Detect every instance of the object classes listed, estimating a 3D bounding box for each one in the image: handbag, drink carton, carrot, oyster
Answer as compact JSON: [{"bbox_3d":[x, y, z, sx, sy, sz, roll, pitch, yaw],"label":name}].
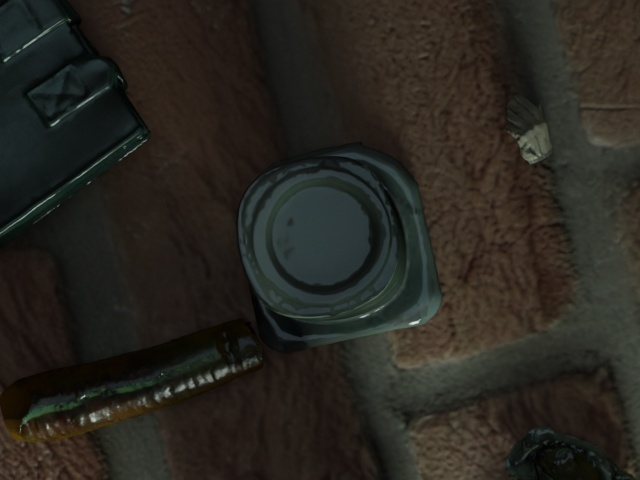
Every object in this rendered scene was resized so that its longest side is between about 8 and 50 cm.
[{"bbox_3d":[-0.341,-0.170,1.618,0.238,0.089,0.326,-35,84,2],"label":"handbag"},{"bbox_3d":[0.000,0.000,1.533,0.185,0.189,0.191,-11,85,9],"label":"drink carton"},{"bbox_3d":[-0.181,0.134,1.598,0.260,0.070,0.070,-18,85,2],"label":"carrot"},{"bbox_3d":[0.234,0.220,1.580,0.098,0.037,0.100,-32,63,-16],"label":"oyster"}]

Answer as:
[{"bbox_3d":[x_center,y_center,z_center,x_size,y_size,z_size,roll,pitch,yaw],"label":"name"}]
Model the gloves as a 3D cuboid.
[{"bbox_3d":[0.206,-0.103,1.597,0.044,0.037,0.081,-27,77,-33],"label":"gloves"}]
